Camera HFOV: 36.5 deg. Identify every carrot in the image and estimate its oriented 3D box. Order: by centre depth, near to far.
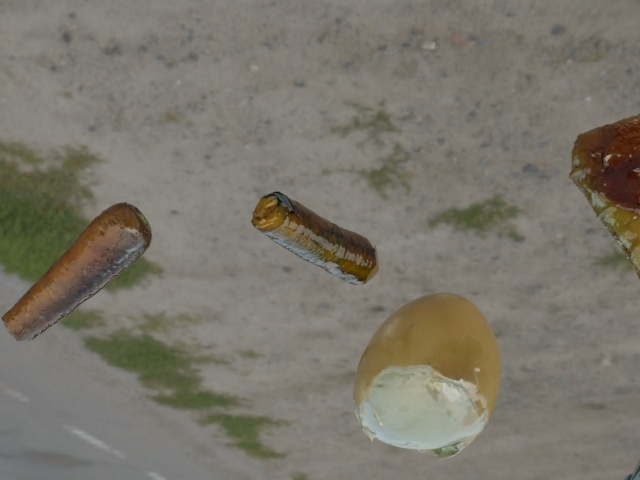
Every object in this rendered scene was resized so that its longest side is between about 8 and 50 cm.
[{"bbox_3d":[-0.221,0.031,0.886,0.161,0.055,0.055,-44,141,3],"label":"carrot"},{"bbox_3d":[0.000,0.000,1.235,0.070,0.070,0.260,-8,160,29],"label":"carrot"}]

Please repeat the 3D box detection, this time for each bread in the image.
[{"bbox_3d":[0.326,-0.003,0.865,0.139,0.271,0.077,-16,143,-8],"label":"bread"}]

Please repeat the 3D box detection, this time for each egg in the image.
[{"bbox_3d":[0.157,0.187,1.388,0.201,0.244,0.201,20,155,10],"label":"egg"}]

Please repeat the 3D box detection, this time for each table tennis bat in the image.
[{"bbox_3d":[0.419,0.316,1.295,0.019,0.100,0.155,28,163,19],"label":"table tennis bat"}]
